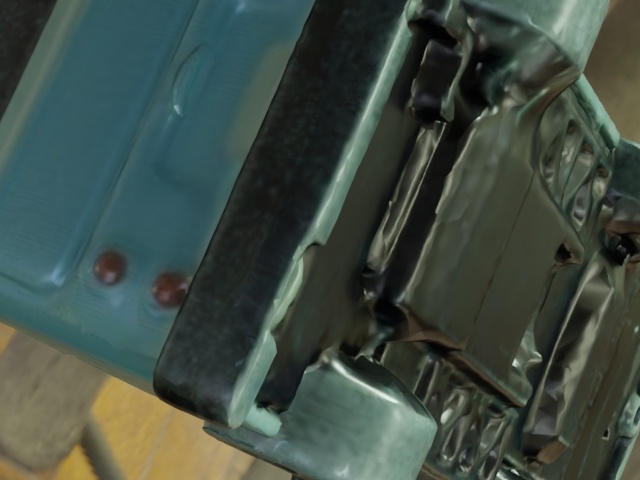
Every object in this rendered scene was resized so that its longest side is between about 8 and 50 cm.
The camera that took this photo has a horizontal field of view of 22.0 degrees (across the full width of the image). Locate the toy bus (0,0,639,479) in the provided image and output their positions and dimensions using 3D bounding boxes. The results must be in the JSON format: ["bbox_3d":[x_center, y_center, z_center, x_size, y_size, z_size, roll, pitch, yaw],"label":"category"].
[{"bbox_3d":[0.000,0.000,0.459,0.165,0.133,0.271,19,-10,27],"label":"toy bus"}]
